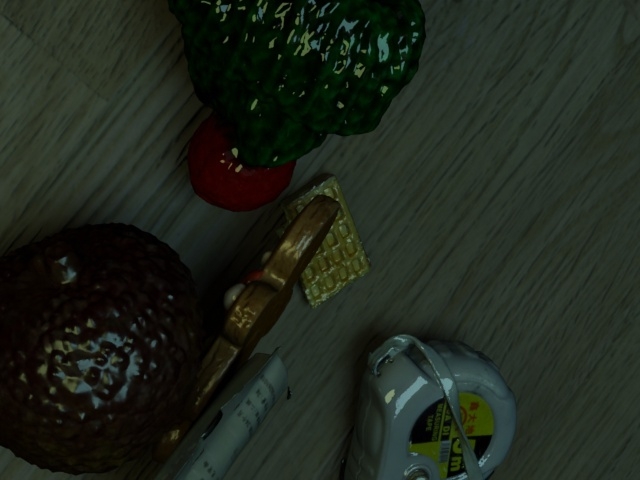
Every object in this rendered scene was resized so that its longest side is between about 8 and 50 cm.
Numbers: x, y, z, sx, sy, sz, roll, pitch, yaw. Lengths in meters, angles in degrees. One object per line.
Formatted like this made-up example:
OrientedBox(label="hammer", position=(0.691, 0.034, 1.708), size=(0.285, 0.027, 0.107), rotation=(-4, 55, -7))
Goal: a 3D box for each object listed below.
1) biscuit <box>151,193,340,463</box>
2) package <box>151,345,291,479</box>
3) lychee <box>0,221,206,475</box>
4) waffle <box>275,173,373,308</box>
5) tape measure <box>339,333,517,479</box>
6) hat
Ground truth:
OrientedBox(label="biscuit", position=(-0.080, 0.087, 1.975), size=(0.049, 0.205, 0.324), rotation=(35, 97, 6))
OrientedBox(label="package", position=(-0.116, 0.227, 1.933), size=(0.062, 0.251, 0.204), rotation=(36, 65, 3))
OrientedBox(label="lychee", position=(-0.235, 0.107, 1.839), size=(0.261, 0.260, 0.260), rotation=(-9, 110, -27))
OrientedBox(label="waffle", position=(0.000, 0.000, 2.075), size=(0.092, 0.021, 0.135), rotation=(-33, 119, -17))
OrientedBox(label="tape measure", position=(0.131, 0.215, 2.159), size=(0.197, 0.120, 0.236), rotation=(-1, 111, -24))
OrientedBox(label="hat", position=(-0.060, -0.173, 1.880), size=(0.242, 0.274, 0.332), rotation=(10, 127, -30))
